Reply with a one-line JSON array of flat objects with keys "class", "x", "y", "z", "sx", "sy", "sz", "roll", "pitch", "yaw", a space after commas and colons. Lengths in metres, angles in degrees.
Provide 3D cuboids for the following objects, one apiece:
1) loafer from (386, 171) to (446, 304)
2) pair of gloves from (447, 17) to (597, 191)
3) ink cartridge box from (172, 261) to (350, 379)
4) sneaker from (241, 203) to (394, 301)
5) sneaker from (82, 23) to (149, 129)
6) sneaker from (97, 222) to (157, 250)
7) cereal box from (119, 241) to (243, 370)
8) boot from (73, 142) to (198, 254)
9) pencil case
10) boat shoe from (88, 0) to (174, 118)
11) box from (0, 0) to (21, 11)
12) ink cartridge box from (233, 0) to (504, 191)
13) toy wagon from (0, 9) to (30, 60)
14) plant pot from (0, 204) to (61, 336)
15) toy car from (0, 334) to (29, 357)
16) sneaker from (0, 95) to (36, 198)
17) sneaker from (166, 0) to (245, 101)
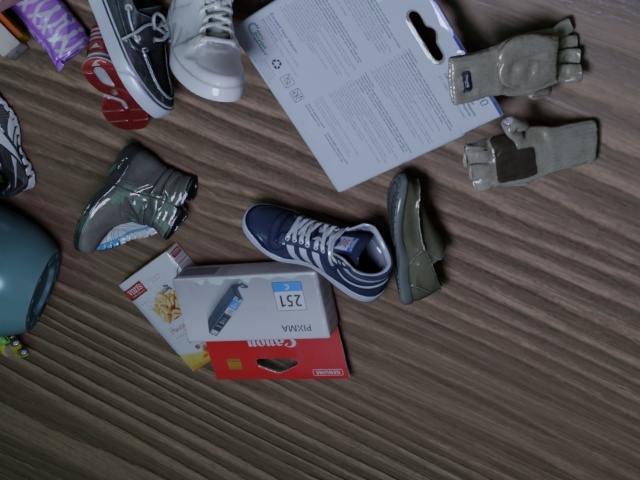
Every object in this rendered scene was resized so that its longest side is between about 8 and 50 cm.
[{"class": "loafer", "x": 0.164, "y": -0.007, "z": 1.697, "sx": 0.087, "sy": 0.094, "sz": 0.251, "roll": -8, "pitch": 126, "yaw": 0}, {"class": "pair of gloves", "x": 0.294, "y": -0.189, "z": 1.471, "sx": 0.204, "sy": 0.042, "sz": 0.240, "roll": -18, "pitch": 120, "yaw": -1}, {"class": "ink cartridge box", "x": -0.110, "y": 0.169, "z": 1.924, "sx": 0.296, "sy": 0.066, "sz": 0.261, "roll": -4, "pitch": 113, "yaw": 21}, {"class": "sneaker", "x": 0.000, "y": 0.000, "z": 1.734, "sx": 0.282, "sy": 0.099, "sz": 0.153, "roll": 29, "pitch": 160, "yaw": 0}, {"class": "sneaker", "x": -0.351, "y": -0.298, "z": 1.782, "sx": 0.087, "sy": 0.128, "sz": 0.221, "roll": -1, "pitch": 153, "yaw": 4}, {"class": "sneaker", "x": -0.383, "y": -0.039, "z": 1.977, "sx": 0.191, "sy": 0.071, "sz": 0.083, "roll": -18, "pitch": 105, "yaw": 27}, {"class": "cereal box", "x": -0.275, "y": 0.137, "z": 2.040, "sx": 0.173, "sy": 0.047, "sz": 0.240, "roll": -33, "pitch": 102, "yaw": 38}, {"class": "boot", "x": -0.345, "y": -0.046, "z": 1.884, "sx": 0.161, "sy": 0.083, "sz": 0.246, "roll": 34, "pitch": 102, "yaw": 6}, {"class": "pencil case", "x": -0.496, "y": -0.403, "z": 1.772, "sx": 0.206, "sy": 0.088, "sz": 0.086, "roll": 48, "pitch": 131, "yaw": -9}, {"class": "boat shoe", "x": -0.298, "y": -0.359, "z": 1.686, "sx": 0.105, "sy": 0.113, "sz": 0.306, "roll": -18, "pitch": 99, "yaw": 18}, {"class": "box", "x": -0.480, "y": -0.481, "z": 1.614, "sx": 0.127, "sy": 0.232, "sz": 0.148, "roll": 43, "pitch": 131, "yaw": -5}, {"class": "ink cartridge box", "x": 0.075, "y": -0.273, "z": 1.568, "sx": 0.330, "sy": 0.071, "sz": 0.324, "roll": -24, "pitch": 108, "yaw": 34}, {"class": "toy wagon", "x": -0.636, "y": -0.455, "z": 1.722, "sx": 0.068, "sy": 0.267, "sz": 0.344, "roll": -40, "pitch": 99, "yaw": -2}, {"class": "plant pot", "x": -0.675, "y": 0.065, "z": 2.063, "sx": 0.235, "sy": 0.293, "sz": 0.293, "roll": 20, "pitch": 129, "yaw": -1}, {"class": "toy car", "x": -0.726, "y": 0.190, "z": 2.234, "sx": 0.239, "sy": 0.053, "sz": 0.225, "roll": 60, "pitch": 167, "yaw": -18}, {"class": "sneaker", "x": -0.639, "y": -0.184, "z": 1.982, "sx": 0.078, "sy": 0.106, "sz": 0.234, "roll": 2, "pitch": 121, "yaw": 26}, {"class": "sneaker", "x": -0.169, "y": -0.349, "z": 1.532, "sx": 0.108, "sy": 0.292, "sz": 0.169, "roll": 1, "pitch": 130, "yaw": -25}]
